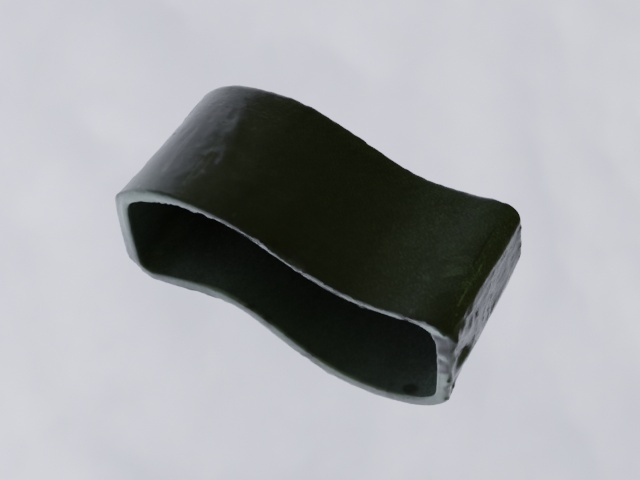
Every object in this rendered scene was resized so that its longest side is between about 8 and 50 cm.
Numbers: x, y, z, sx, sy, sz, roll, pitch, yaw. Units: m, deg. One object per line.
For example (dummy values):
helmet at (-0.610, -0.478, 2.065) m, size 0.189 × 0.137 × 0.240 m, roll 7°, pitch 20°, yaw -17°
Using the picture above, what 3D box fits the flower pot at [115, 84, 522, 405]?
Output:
flower pot at (0.000, 0.000, 1.011) m, size 0.229 × 0.103 × 0.108 m, roll 28°, pitch -125°, yaw 13°
